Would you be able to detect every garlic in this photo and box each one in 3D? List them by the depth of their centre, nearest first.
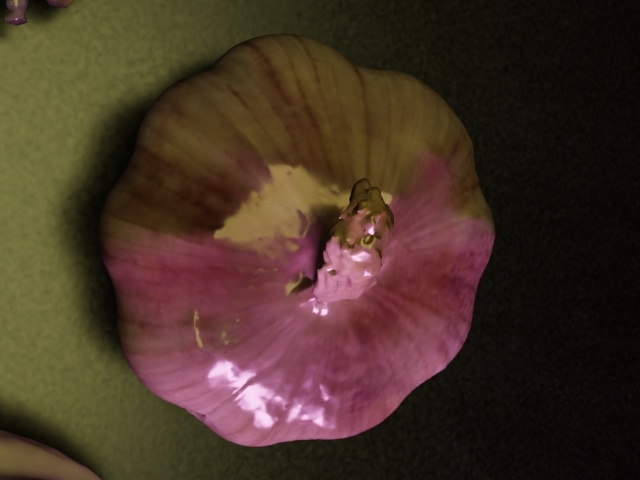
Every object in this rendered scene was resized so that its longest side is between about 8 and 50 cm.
[{"bbox_3d":[0.000,0.000,0.531,0.245,0.253,0.245,0,90,-16],"label":"garlic"}]

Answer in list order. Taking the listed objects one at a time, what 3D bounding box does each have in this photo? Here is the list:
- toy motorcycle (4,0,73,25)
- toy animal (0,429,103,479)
[{"bbox_3d":[-0.200,-0.167,0.508,0.229,0.130,0.094,-9,74,-11],"label":"toy motorcycle"},{"bbox_3d":[-0.186,0.189,0.474,0.265,0.271,0.206,28,107,-36],"label":"toy animal"}]
